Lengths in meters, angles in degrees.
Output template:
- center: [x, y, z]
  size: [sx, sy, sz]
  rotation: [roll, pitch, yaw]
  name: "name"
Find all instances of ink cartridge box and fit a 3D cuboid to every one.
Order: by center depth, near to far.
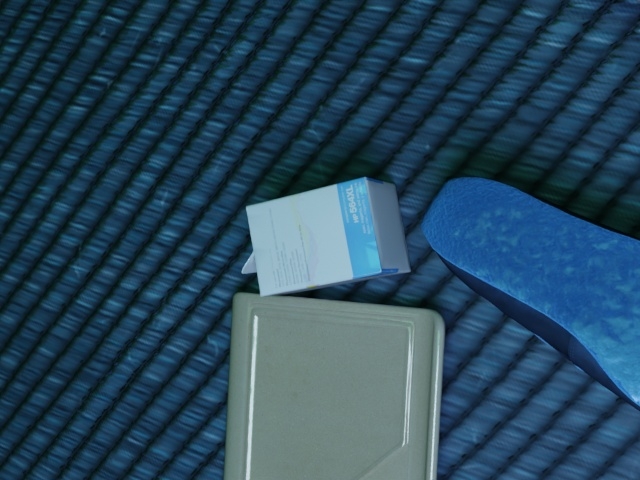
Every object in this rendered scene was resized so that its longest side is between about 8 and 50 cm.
- center: [0.000, 0.000, 0.862]
  size: [0.143, 0.092, 0.090]
  rotation: [-12, 85, 22]
  name: "ink cartridge box"

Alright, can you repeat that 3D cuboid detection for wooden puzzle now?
- center: [0.010, 0.168, 0.888]
  size: [0.238, 0.044, 0.221]
  rotation: [4, 91, 28]
  name: "wooden puzzle"

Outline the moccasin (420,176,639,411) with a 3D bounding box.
- center: [0.247, 0.049, 0.749]
  size: [0.342, 0.117, 0.138]
  rotation: [40, 92, 23]
  name: "moccasin"
